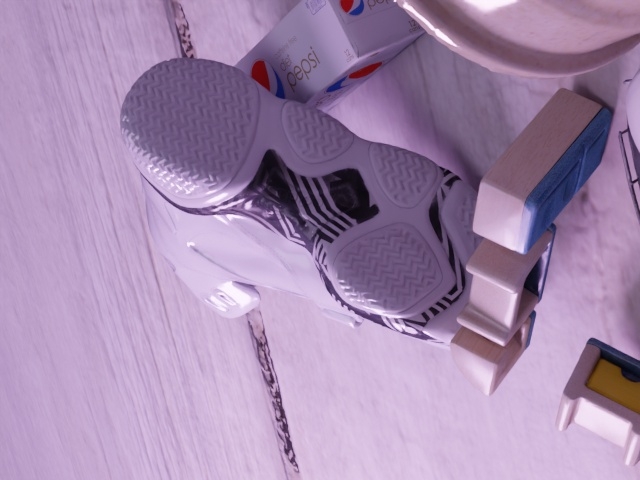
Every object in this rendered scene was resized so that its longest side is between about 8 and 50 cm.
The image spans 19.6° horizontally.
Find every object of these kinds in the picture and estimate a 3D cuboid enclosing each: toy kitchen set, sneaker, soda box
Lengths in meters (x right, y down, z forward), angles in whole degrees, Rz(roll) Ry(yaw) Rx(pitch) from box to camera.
[{"bbox_3d":[0.201,0.029,1.323,0.166,0.122,0.207,27,140,19],"label":"toy kitchen set"},{"bbox_3d":[0.000,0.000,1.525,0.366,0.137,0.210,30,157,7],"label":"sneaker"},{"bbox_3d":[-0.002,-0.151,1.516,0.069,0.074,0.216,63,151,3],"label":"soda box"}]

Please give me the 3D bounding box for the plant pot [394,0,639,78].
[{"bbox_3d":[0.205,-0.267,0.901,0.305,0.334,0.333,-8,105,48],"label":"plant pot"}]

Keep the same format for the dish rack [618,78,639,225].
[{"bbox_3d":[0.282,-0.015,1.162,0.271,0.074,0.208,2,112,58],"label":"dish rack"}]

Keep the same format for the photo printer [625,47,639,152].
[{"bbox_3d":[0.299,-0.044,0.850,0.256,0.307,0.107,152,137,-82],"label":"photo printer"}]
